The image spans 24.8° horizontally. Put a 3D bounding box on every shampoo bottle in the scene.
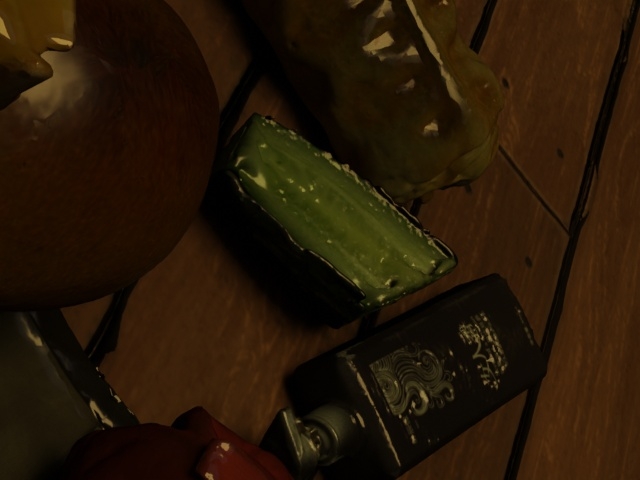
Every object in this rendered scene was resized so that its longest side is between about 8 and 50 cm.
[{"bbox_3d":[0.058,0.110,1.064,0.309,0.071,0.098,-22,91,-51],"label":"shampoo bottle"}]

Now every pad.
[{"bbox_3d":[-0.195,0.076,0.814,0.233,0.022,0.174,58,36,-13],"label":"pad"}]

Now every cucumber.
[{"bbox_3d":[0.000,0.000,1.045,0.193,0.086,0.115,44,40,-17],"label":"cucumber"}]

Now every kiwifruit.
[{"bbox_3d":[-0.155,-0.062,0.760,0.234,0.196,0.196,2,69,-53],"label":"kiwifruit"}]

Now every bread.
[{"bbox_3d":[0.042,-0.153,1.144,0.152,0.130,0.267,-35,101,-16],"label":"bread"}]

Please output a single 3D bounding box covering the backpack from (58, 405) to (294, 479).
[{"bbox_3d":[-0.060,0.209,0.799,0.229,0.139,0.229,29,53,-47],"label":"backpack"}]

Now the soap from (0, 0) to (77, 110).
[{"bbox_3d":[-0.260,-0.144,0.598,0.156,0.335,0.293,13,63,-46],"label":"soap"}]
